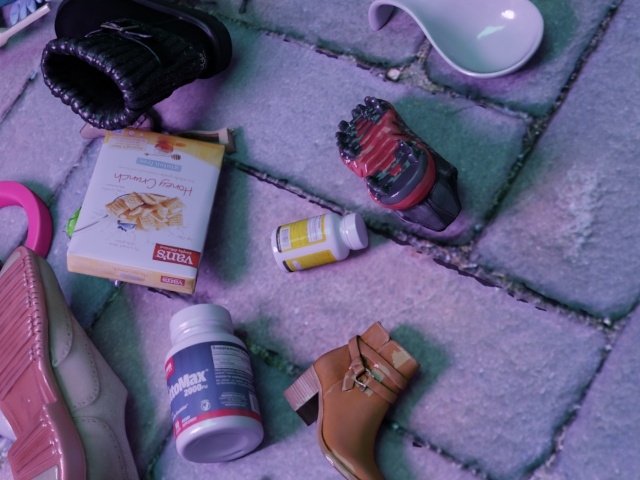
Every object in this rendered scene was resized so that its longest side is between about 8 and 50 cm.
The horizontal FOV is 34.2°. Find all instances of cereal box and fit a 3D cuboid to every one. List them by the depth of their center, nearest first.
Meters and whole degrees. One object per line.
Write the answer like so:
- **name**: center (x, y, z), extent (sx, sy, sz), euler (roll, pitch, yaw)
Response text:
- **cereal box**: center (-0.235, -0.047, 1.434), extent (0.173, 0.047, 0.240), euler (10, 52, -4)

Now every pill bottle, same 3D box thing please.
- **pill bottle**: center (-0.138, 0.176, 1.301), extent (0.108, 0.108, 0.180), euler (-24, 55, 13)
- **pill bottle**: center (0.000, 0.000, 1.358), extent (0.116, 0.065, 0.065), euler (-14, 58, 19)

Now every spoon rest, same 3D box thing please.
- **spoon rest**: center (0.176, -0.299, 1.428), extent (0.276, 0.084, 0.137), euler (24, 76, 35)

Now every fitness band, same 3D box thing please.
- **fitness band**: center (-0.553, 0.017, 1.630), extent (0.291, 0.054, 0.209), euler (-18, 54, 15)

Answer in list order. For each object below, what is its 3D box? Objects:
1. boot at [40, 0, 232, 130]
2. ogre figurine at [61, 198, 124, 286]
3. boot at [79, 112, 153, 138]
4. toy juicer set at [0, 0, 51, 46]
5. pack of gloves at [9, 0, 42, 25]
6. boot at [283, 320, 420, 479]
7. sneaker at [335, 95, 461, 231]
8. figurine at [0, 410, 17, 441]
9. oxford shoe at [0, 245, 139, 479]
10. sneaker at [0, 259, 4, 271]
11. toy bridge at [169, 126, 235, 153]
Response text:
- **boot**: center (-0.335, -0.283, 1.563), extent (0.348, 0.131, 0.260), euler (14, 35, 31)
- **ogre figurine**: center (-0.285, -0.009, 1.489), extent (0.118, 0.097, 0.197), euler (-40, 81, -16)
- **boot**: center (-0.315, -0.166, 1.620), extent (0.118, 0.042, 0.087), euler (-30, 56, 9)
- **toy juicer set**: center (-0.603, -0.440, 1.841), extent (0.209, 0.089, 0.329), euler (-41, 49, 12)
- **pack of gloves**: center (-0.574, -0.436, 1.908), extent (0.195, 0.046, 0.232), euler (-33, 50, 20)
- **boot**: center (0.060, 0.195, 1.219), extent (0.152, 0.073, 0.197), euler (-38, 56, -2)
- **sneaker**: center (0.104, -0.095, 1.344), extent (0.097, 0.135, 0.276), euler (-47, 29, 11)
- **figurine**: center (-0.468, 0.200, 1.467), extent (0.210, 0.092, 0.214), euler (-9, 61, 17)
- **oxford shoe**: center (-0.345, 0.184, 1.383), extent (0.140, 0.147, 0.397), euler (-42, 54, 32)
- **sneaker**: center (-0.542, 0.051, 1.530), extent (0.221, 0.083, 0.087), euler (13, 47, 33)
- **toy bridge**: center (-0.212, -0.132, 1.560), extent (0.188, 0.026, 0.063), euler (-20, 55, 14)
